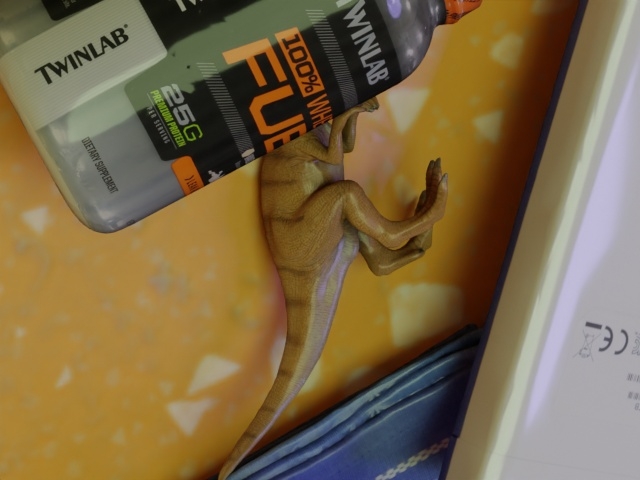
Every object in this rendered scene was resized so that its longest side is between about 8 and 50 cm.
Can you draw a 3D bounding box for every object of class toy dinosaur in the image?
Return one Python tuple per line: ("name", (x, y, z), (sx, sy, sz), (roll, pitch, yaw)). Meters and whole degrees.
("toy dinosaur", (0.000, 0.000, 0.876), (0.112, 0.064, 0.211), (-4, 97, -8))

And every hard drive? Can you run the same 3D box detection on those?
("hard drive", (0.188, -0.009, 0.936), (0.210, 0.040, 0.318), (14, 94, -36))

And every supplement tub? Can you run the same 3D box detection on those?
("supplement tub", (-0.037, -0.093, 0.771), (0.190, 0.117, 0.117), (-28, 116, -2))

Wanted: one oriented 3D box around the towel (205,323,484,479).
("towel", (0.047, 0.229, 0.970), (0.243, 0.040, 0.336), (-29, 116, -15))
